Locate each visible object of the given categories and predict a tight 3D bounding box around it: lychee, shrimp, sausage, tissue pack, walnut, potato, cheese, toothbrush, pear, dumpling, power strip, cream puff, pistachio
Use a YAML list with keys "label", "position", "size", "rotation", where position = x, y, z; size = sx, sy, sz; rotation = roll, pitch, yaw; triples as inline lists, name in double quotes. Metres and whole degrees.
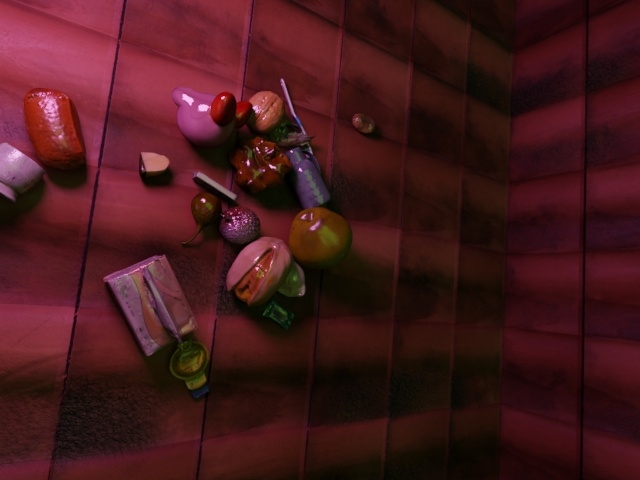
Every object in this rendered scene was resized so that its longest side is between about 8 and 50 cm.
- label: "lychee"
  position: [-0.333, -0.065, 1.674]
  size: [0.165, 0.165, 0.197]
  rotation: [-67, 154, -17]
- label: "shrimp"
  position: [-0.131, -0.497, 1.891]
  size: [0.224, 0.047, 0.126]
  rotation: [-5, 87, -19]
- label: "sausage"
  position: [-0.871, -0.362, 1.348]
  size: [0.141, 0.153, 0.267]
  rotation: [-14, 95, -14]
- label: "tissue pack"
  position: [-0.591, 0.226, 1.456]
  size: [0.239, 0.239, 0.305]
  rotation: [-27, 102, -31]
- label: "walnut"
  position: [-0.240, -0.555, 1.773]
  size: [0.165, 0.165, 0.197]
  rotation: [48, 70, -22]
- label: "potato"
  position: [0.221, -0.607, 2.129]
  size: [0.138, 0.070, 0.091]
  rotation: [22, 74, -32]
- label: "cheese"
  position: [-0.500, 0.500, 1.596]
  size: [0.157, 0.064, 0.249]
  rotation: [-20, 108, -31]
- label: "tissue pack"
  position: [-0.187, 0.333, 1.834]
  size: [0.138, 0.028, 0.085]
  rotation: [38, 64, -20]
- label: "toothbrush"
  position: [-0.109, -0.571, 1.929]
  size: [0.040, 0.040, 0.385]
  rotation: [-26, 103, -32]
- label: "pear"
  position: [0.000, 0.000, 1.836]
  size: [0.295, 0.294, 0.294]
  rotation: [2, 86, -33]
- label: "potato"
  position: [-0.628, -0.278, 1.552]
  size: [0.103, 0.066, 0.096]
  rotation: [0, 62, -29]
- label: "dumpling"
  position: [-0.149, 0.166, 1.822]
  size: [0.111, 0.155, 0.181]
  rotation: [55, 17, -57]
- label: "power strip"
  position: [-0.435, -0.219, 1.670]
  size: [0.227, 0.080, 0.029]
  rotation: [33, 75, -27]
- label: "cream puff"
  position: [-0.252, -0.321, 1.743]
  size: [0.269, 0.155, 0.240]
  rotation: [-3, 90, -5]
- label: "pistachio"
  position: [-0.246, 0.120, 1.700]
  size: [0.230, 0.230, 0.308]
  rotation: [38, 78, -26]

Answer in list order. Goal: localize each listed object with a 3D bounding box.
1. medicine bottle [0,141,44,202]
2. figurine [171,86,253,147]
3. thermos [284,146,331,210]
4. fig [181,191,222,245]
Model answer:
- label: "medicine bottle"
  position: [-0.972, -0.208, 1.276]
  size: [0.147, 0.147, 0.143]
  rotation: [41, 68, -24]
- label: "figurine"
  position: [-0.429, -0.463, 1.591]
  size: [0.262, 0.270, 0.211]
  rotation: [10, 100, 8]
- label: "thermos"
  position: [-0.059, -0.292, 1.886]
  size: [0.182, 0.145, 0.286]
  rotation: [-34, 104, -41]
- label: "fig"
  position: [-0.479, -0.078, 1.621]
  size: [0.124, 0.124, 0.236]
  rotation: [29, 83, -29]
